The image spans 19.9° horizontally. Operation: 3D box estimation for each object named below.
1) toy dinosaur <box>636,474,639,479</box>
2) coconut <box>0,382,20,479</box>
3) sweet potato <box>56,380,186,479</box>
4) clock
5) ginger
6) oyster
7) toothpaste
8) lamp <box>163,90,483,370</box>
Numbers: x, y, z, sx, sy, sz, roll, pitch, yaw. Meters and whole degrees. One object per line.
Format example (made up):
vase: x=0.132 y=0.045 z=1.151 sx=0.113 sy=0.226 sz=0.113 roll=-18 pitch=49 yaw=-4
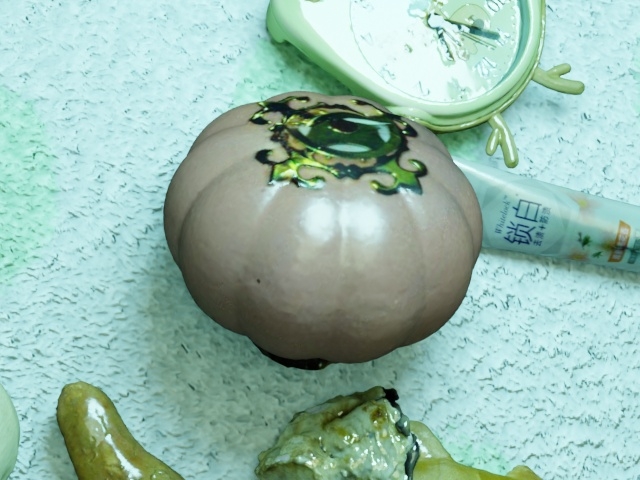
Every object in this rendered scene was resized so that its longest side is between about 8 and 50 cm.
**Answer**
toy dinosaur: x=0.343 y=0.266 z=1.795 sx=0.209 sy=0.039 sz=0.082 roll=-1 pitch=42 yaw=-33
coconut: x=-0.379 y=0.189 z=1.650 sx=0.224 sy=0.224 sz=0.224 roll=2 pitch=79 yaw=-9
sweet potato: x=-0.138 y=0.282 z=1.714 sx=0.354 sy=0.095 sz=0.106 roll=48 pitch=35 yaw=-1
clock: x=0.116 y=-0.213 z=1.855 sx=0.308 sy=0.096 sz=0.235 roll=43 pitch=75 yaw=1
ginger: x=0.188 y=0.271 z=1.784 sx=0.299 sy=0.065 sz=0.118 roll=22 pitch=60 yaw=-5
oyster: x=0.012 y=0.229 z=1.736 sx=0.163 sy=0.081 sz=0.191 roll=2 pitch=82 yaw=30
toothpaste: x=0.243 y=-0.019 z=1.852 sx=0.323 sy=0.066 sz=0.100 roll=11 pitch=112 yaw=-5
lamp: x=0.000 y=0.000 z=1.721 sx=0.305 sy=0.239 sz=0.305 roll=8 pitch=35 yaw=-6
